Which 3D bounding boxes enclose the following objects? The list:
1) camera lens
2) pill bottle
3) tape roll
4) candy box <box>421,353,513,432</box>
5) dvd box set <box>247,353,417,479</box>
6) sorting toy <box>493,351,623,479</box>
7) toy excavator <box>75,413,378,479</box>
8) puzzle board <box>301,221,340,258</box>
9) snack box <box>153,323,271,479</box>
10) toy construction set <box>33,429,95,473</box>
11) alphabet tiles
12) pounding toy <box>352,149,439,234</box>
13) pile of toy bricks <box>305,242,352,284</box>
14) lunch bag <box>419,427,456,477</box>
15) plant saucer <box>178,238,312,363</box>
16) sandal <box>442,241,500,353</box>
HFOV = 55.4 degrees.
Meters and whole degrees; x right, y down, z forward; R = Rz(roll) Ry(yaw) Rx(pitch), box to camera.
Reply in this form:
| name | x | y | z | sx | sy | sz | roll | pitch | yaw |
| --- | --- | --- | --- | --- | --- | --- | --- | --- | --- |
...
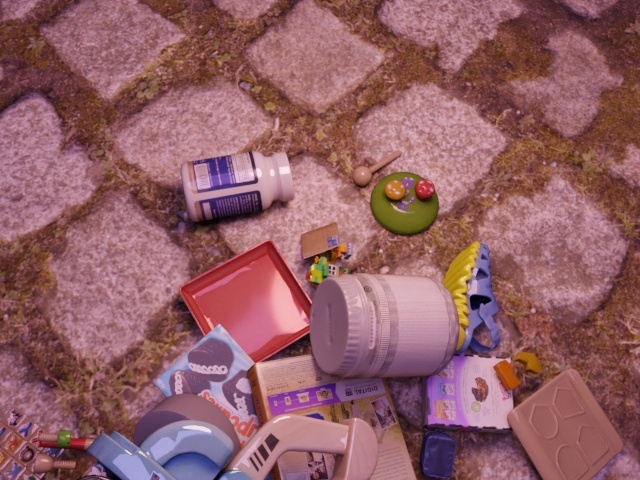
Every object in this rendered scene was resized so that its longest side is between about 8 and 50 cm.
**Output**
| name | x | y | z | sx | sy | sz | roll | pitch | yaw |
| --- | --- | --- | --- | --- | --- | --- | --- | --- | --- |
| camera lens | 0.139 | 0.182 | 1.302 | 0.274 | 0.219 | 0.219 | 4 | 64 | -24 |
| pill bottle | -0.207 | -0.142 | 1.536 | 0.264 | 0.153 | 0.153 | -10 | 67 | -8 |
| tape roll | -0.272 | 0.426 | 1.245 | 0.219 | 0.219 | 0.072 | 32 | 26 | 11 |
| candy box | 0.333 | 0.347 | 1.388 | 0.196 | 0.070 | 0.165 | 4 | 65 | 0 |
| dvd box set | 0.039 | 0.443 | 1.279 | 0.307 | 0.062 | 0.420 | -5 | 65 | -28 |
| sorting toy | 0.518 | 0.386 | 1.363 | 0.229 | 0.041 | 0.307 | -23 | 77 | -28 |
| toy excavator | -0.164 | 0.411 | 1.073 | 0.433 | 0.222 | 0.445 | 39 | 65 | -1 |
| puzzle board | 0.000 | 0.000 | 1.508 | 0.096 | 0.011 | 0.128 | -19 | 26 | 6 |
| snack box | -0.184 | 0.364 | 1.323 | 0.187 | 0.060 | 0.322 | -42 | 86 | -16 |
| toy construction set | -0.461 | 0.530 | 1.215 | 0.237 | 0.257 | 0.309 | 10 | 41 | -18 |
| alphabet tiles | -0.705 | 0.463 | 1.314 | 0.237 | 0.009 | 0.198 | 32 | 68 | 11 |
| pounding toy | 0.210 | -0.139 | 1.581 | 0.183 | 0.110 | 0.237 | -30 | 71 | -15 |
| pile of toy bricks | 0.013 | 0.087 | 1.455 | 0.105 | 0.118 | 0.212 | 14 | 60 | -17 |
| lunch bag | 0.254 | 0.461 | 1.331 | 0.067 | 0.065 | 0.098 | 11 | 83 | 0 |
| plant saucer | -0.166 | 0.162 | 1.458 | 0.258 | 0.048 | 0.259 | -29 | 71 | -15 |
| sandal | 0.365 | 0.145 | 1.452 | 0.138 | 0.126 | 0.317 | 24 | 58 | -8 |
